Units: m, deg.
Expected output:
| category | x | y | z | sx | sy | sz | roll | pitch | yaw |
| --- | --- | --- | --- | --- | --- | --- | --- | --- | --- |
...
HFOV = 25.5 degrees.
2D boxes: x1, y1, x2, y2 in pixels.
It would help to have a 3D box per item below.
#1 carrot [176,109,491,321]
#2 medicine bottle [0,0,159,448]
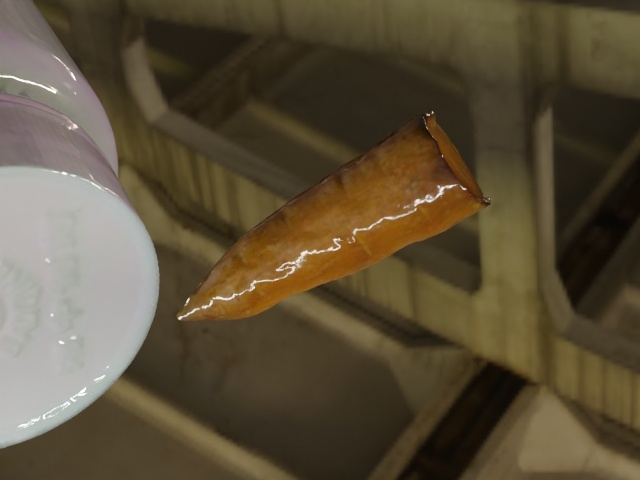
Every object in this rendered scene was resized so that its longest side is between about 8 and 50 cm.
| category | x | y | z | sx | sy | sz | roll | pitch | yaw |
| --- | --- | --- | --- | --- | --- | --- | --- | --- | --- |
| carrot | 0.000 | 0.000 | 0.868 | 0.205 | 0.072 | 0.072 | -31 | -147 | 6 |
| medicine bottle | -0.244 | -0.064 | 0.844 | 0.213 | 0.214 | 0.379 | -19 | -139 | -18 |
